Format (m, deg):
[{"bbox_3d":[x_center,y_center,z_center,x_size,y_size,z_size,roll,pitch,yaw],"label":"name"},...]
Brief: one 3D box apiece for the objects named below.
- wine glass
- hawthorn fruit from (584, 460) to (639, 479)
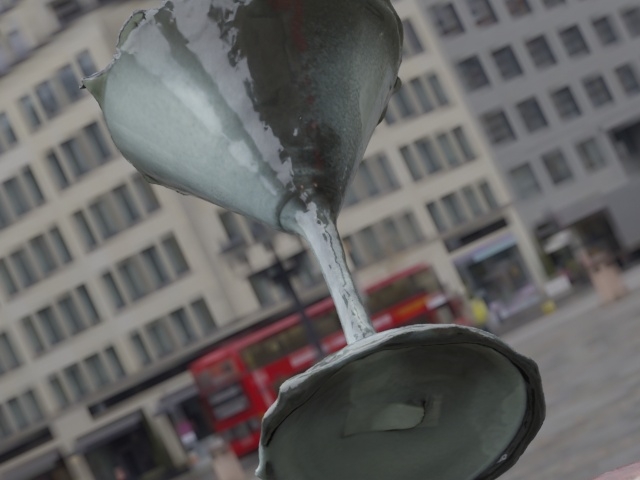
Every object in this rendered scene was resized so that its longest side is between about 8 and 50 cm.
[{"bbox_3d":[0.000,0.000,0.786,0.156,0.232,0.156,-11,-44,-11],"label":"wine glass"},{"bbox_3d":[0.191,0.209,1.094,0.179,0.179,0.200,-27,26,26],"label":"hawthorn fruit"}]
